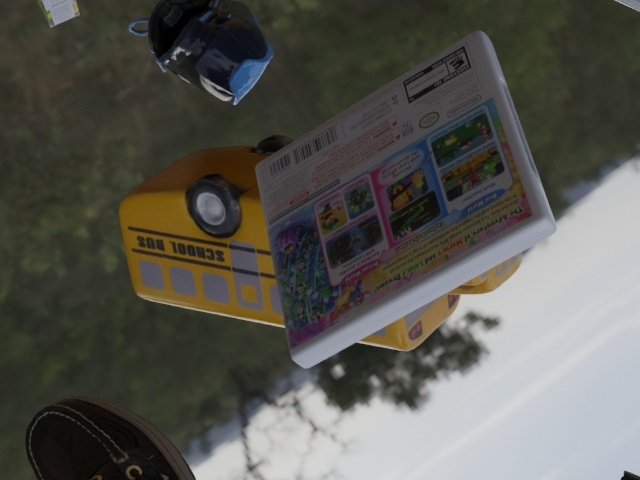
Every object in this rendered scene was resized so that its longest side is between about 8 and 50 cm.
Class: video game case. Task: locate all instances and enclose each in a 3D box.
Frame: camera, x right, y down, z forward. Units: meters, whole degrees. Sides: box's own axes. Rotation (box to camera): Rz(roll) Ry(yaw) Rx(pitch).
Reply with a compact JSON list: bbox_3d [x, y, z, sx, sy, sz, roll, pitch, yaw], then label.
[{"bbox_3d":[0.040,-0.024,0.832,0.157,0.143,0.019,-30,137,20],"label":"video game case"}]

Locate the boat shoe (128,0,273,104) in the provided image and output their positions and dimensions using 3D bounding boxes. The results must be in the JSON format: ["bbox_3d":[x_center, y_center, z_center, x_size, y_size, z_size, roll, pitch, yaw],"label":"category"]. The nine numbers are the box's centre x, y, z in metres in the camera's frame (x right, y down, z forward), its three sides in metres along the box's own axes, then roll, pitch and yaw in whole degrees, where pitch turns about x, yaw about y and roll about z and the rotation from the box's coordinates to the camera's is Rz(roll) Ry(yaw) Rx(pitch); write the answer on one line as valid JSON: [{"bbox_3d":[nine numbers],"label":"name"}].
[{"bbox_3d":[-0.108,-0.195,1.380,0.109,0.089,0.258,-56,-159,-2],"label":"boat shoe"}]

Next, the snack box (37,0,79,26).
[{"bbox_3d":[-0.288,-0.297,1.534,0.037,0.141,0.100,-25,162,-11],"label":"snack box"}]

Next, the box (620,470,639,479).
[{"bbox_3d":[0.253,0.285,1.202,0.184,0.045,0.191,23,89,-49],"label":"box"}]

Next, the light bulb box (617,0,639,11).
[{"bbox_3d":[0.232,-0.285,1.019,0.358,0.361,0.225,-23,138,-64],"label":"light bulb box"}]

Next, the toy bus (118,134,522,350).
[{"bbox_3d":[0.000,0.000,1.223,0.332,0.130,0.108,9,-152,32],"label":"toy bus"}]

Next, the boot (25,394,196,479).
[{"bbox_3d":[-0.238,0.286,1.444,0.284,0.377,0.138,4,126,-50],"label":"boot"}]
